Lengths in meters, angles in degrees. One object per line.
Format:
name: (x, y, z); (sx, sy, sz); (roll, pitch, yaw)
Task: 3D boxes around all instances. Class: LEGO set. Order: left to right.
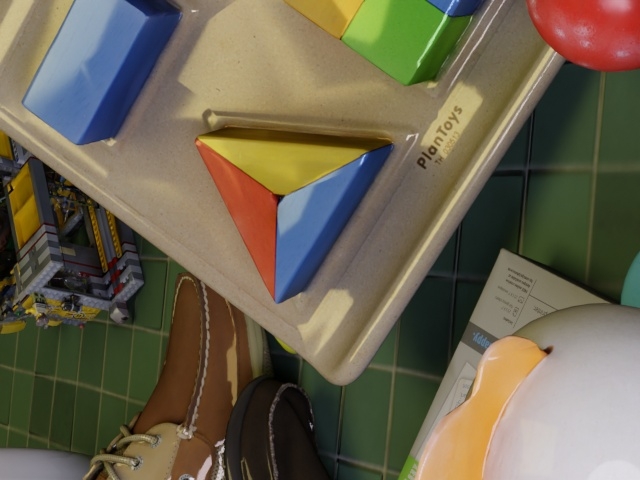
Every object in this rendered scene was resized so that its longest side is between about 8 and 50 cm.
LEGO set: (-0.316, 0.018, 1.436); (0.255, 0.331, 0.192); (-38, 51, 27)

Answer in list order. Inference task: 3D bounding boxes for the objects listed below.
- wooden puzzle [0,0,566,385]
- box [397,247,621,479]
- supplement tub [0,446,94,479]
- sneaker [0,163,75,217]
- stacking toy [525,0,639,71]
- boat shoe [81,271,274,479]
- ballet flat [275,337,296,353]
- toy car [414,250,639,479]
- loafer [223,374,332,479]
wooden puzzle: (-0.045, -0.131, 0.955); (0.348, 0.080, 0.322); (38, 112, 16)
box: (0.107, 0.112, 0.855); (0.145, 0.038, 0.186); (33, 101, 59)
supplement tub: (-0.275, 0.347, 1.334); (0.241, 0.241, 0.331); (-27, 61, 57)
sneaker: (-0.300, -0.055, 1.614); (0.232, 0.090, 0.081); (-39, 52, 53)
stacking toy: (0.180, -0.229, 0.757); (0.141, 0.141, 0.330); (-124, 41, -50)
boat shoe: (-0.105, 0.183, 1.171); (0.122, 0.120, 0.324); (167, 107, -68)
ballet flat: (0.000, 0.000, 1.070); (0.231, 0.077, 0.077); (-48, 46, 47)
toy car: (0.130, 0.103, 0.638); (0.219, 0.238, 0.210); (36, 121, 58)
loafer: (-0.006, 0.187, 1.066); (0.078, 0.080, 0.220); (-20, 61, 23)
